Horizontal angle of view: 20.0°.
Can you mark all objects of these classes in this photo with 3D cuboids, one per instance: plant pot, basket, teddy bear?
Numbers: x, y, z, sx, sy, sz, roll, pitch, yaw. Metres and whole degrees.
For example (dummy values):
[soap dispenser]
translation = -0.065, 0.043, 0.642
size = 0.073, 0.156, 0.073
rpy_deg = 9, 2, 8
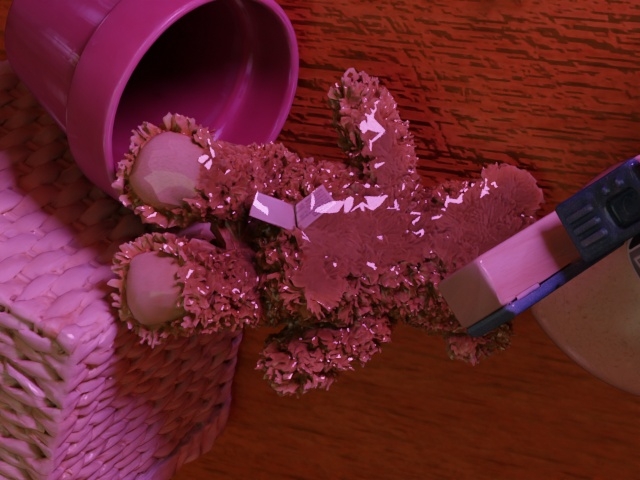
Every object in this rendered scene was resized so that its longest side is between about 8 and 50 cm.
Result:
[plant pot]
translation = -0.149, -0.143, 1.451
size = 0.180, 0.201, 0.201
rpy_deg = 33, 131, 33
[basket]
translation = -0.259, 0.058, 1.545
size = 0.328, 0.331, 0.266
rpy_deg = 29, 122, 17
[teddy bear]
translation = 0.000, 0.000, 1.395
size = 0.113, 0.338, 0.245
rpy_deg = 159, 97, -73

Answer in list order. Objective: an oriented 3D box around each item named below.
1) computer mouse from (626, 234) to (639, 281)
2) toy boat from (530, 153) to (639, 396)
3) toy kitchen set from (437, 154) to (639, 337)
[computer mouse]
translation = 0.279, 0.053, 1.206
size = 0.193, 0.042, 0.106
rpy_deg = 55, 138, -1
[toy boat]
translation = 0.294, 0.081, 1.322
size = 0.267, 0.148, 0.318
rpy_deg = -5, 105, 30
[toy kitchen set]
translation = 0.206, 0.039, 1.123
size = 0.166, 0.122, 0.207
rpy_deg = 58, 145, 4
